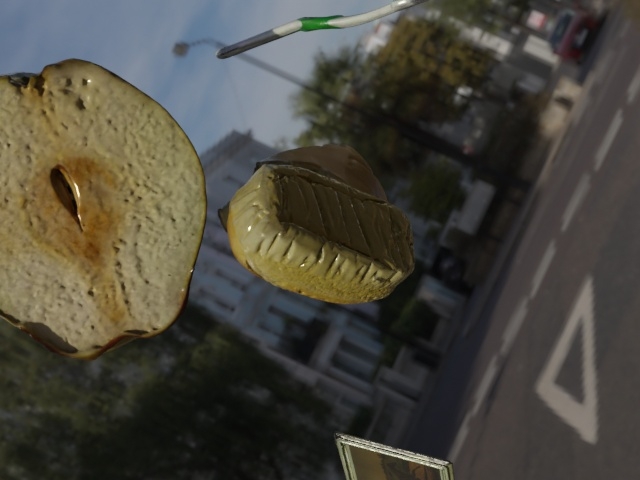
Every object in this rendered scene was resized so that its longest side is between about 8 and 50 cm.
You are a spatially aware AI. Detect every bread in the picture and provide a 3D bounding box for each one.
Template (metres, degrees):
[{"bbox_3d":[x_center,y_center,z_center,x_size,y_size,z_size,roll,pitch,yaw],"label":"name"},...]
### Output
[{"bbox_3d":[0.000,-0.022,1.847,0.224,0.211,0.184,-1,-47,-52],"label":"bread"},{"bbox_3d":[0.000,0.000,1.444,0.106,0.236,0.140,-46,39,37],"label":"bread"}]

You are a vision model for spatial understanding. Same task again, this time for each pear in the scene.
[{"bbox_3d":[-0.332,-0.041,1.622,0.191,0.340,0.387,-176,70,-73],"label":"pear"}]

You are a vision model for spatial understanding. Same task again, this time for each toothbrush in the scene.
[{"bbox_3d":[-0.006,-0.307,1.730,0.042,0.418,0.040,-18,-85,-46],"label":"toothbrush"}]

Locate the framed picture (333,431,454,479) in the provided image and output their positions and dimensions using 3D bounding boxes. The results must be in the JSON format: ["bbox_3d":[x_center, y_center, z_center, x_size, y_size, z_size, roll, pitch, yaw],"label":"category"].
[{"bbox_3d":[0.128,0.405,1.942,0.252,0.197,0.014,77,-147,-46],"label":"framed picture"}]
